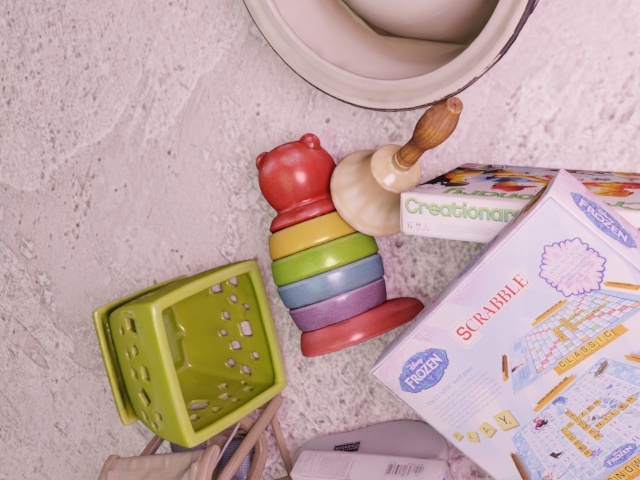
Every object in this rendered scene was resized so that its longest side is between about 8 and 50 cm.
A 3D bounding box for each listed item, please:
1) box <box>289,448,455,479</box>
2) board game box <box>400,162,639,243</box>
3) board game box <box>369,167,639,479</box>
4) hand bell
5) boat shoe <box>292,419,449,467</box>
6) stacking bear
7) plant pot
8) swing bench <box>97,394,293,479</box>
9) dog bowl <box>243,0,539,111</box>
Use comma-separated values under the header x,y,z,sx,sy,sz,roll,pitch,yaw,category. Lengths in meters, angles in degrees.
x,y,z,sx,sy,sz,roll,pitch,yaw,category
0.119,0.436,1.170,0.232,0.058,0.322,-5,122,34,box
0.268,-0.039,0.905,0.305,0.193,0.053,7,109,31,board game box
0.261,0.141,0.832,0.318,0.066,0.319,40,129,2,board game box
0.106,-0.104,0.968,0.126,0.126,0.242,54,155,7,hand bell
0.082,0.341,1.212,0.267,0.096,0.088,-19,120,30,boat shoe
0.000,0.000,1.122,0.175,0.164,0.289,-20,89,36,stacking bear
-0.216,0.168,1.273,0.207,0.228,0.227,-5,102,42,plant pot
-0.202,0.382,1.305,0.253,0.254,0.165,-15,96,35,swing bench
0.087,-0.361,0.910,0.408,0.150,0.408,20,126,30,dog bowl
